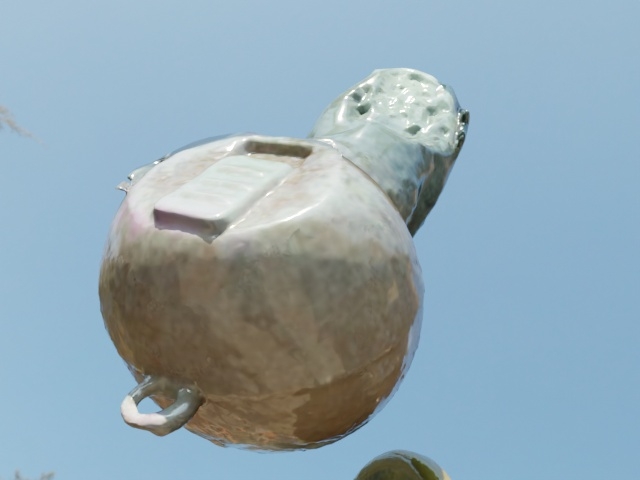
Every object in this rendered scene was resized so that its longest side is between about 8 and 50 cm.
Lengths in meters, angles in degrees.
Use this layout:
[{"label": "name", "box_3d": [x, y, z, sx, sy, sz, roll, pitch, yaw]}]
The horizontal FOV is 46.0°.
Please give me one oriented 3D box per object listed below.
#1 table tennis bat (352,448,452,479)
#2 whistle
[{"label": "table tennis bat", "box_3d": [0.047, 0.240, 0.346, 0.050, 0.321, 0.198, 13, -66, -16]}, {"label": "whistle", "box_3d": [0.000, 0.000, 0.464, 0.189, 0.348, 0.189, 18, -48, 22]}]
